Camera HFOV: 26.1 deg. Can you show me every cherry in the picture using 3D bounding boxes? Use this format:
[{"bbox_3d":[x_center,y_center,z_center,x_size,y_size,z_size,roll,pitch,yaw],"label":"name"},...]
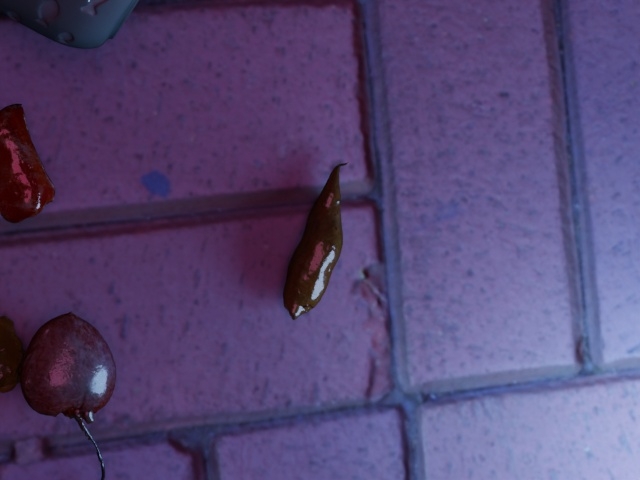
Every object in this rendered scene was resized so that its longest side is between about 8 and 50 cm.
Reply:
[{"bbox_3d":[-0.279,0.189,1.521,0.107,0.090,0.226,-5,99,-45],"label":"cherry"}]

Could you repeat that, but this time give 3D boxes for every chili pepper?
[{"bbox_3d":[-0.339,-0.083,1.519,0.073,0.070,0.123,-25,93,-28],"label":"chili pepper"}]

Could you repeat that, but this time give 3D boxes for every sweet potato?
[{"bbox_3d":[0.000,0.000,1.602,0.056,0.056,0.195,19,81,-12],"label":"sweet potato"}]

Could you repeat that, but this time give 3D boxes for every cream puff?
[{"bbox_3d":[-0.363,0.127,1.521,0.083,0.083,0.058,42,126,-20],"label":"cream puff"}]

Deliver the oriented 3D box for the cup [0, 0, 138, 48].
[{"bbox_3d":[-0.261,-0.381,1.400,0.274,0.356,0.259,32,47,-14],"label":"cup"}]
